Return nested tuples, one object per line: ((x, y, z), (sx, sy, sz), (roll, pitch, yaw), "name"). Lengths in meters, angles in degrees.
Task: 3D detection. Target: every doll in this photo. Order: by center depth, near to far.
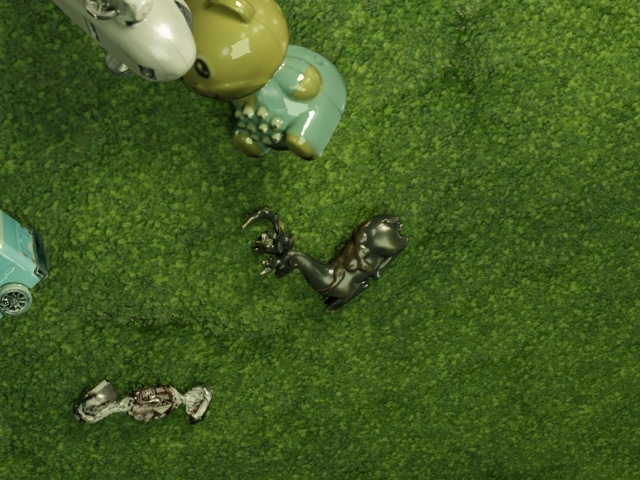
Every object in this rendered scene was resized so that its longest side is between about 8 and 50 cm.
((-0.092, -0.234, 1.488), (0.260, 0.177, 0.161), (40, 69, -38), "doll")

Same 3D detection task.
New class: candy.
((-0.288, 0.268, 1.845), (0.226, 0.051, 0.094), (0, 134, -19), "candy")

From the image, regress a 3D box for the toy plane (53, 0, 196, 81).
((-0.245, -0.288, 1.360), (0.118, 0.252, 0.252), (-43, 130, -13), "toy plane")

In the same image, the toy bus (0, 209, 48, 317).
((-0.525, 0.072, 1.563), (0.271, 0.133, 0.165), (-43, 122, 8), "toy bus")

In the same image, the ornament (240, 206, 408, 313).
((0.000, 0.000, 1.745), (0.236, 0.080, 0.202), (30, 112, -34), "ornament")
